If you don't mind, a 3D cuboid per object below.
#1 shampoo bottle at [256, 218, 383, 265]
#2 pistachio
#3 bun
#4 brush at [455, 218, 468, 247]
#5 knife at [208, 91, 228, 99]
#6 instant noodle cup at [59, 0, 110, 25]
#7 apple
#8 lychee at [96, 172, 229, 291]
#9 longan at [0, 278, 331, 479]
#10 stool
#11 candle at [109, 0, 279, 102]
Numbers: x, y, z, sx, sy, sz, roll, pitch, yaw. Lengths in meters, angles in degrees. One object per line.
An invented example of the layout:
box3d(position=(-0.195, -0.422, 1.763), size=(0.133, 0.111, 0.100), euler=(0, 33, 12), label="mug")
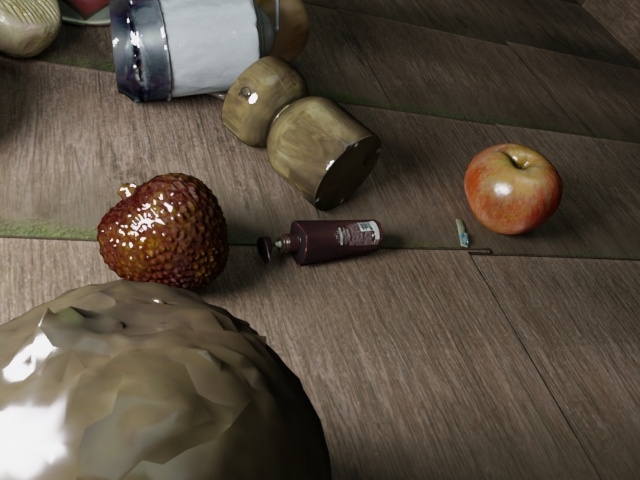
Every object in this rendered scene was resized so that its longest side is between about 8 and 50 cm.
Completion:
box3d(position=(0.000, 0.003, 1.235), size=(0.236, 0.067, 0.068), euler=(-5, 38, -32), label="shampoo bottle")
box3d(position=(-0.171, -0.503, 1.600), size=(0.309, 0.230, 0.230), euler=(-1, 46, -23), label="pistachio")
box3d(position=(-0.591, -0.433, 1.335), size=(0.193, 0.128, 0.178), euler=(50, 35, -8), label="bun")
box3d(position=(0.290, -0.018, 1.455), size=(0.016, 0.013, 0.084), euler=(14, 39, -11), label="brush")
box3d(position=(-0.247, -0.332, 1.491), size=(0.365, 0.043, 0.089), euler=(18, 37, -8), label="knife")
box3d(position=(-0.522, -0.598, 1.533), size=(0.234, 0.178, 0.235), euler=(14, 39, -12), label="instant noodle cup")
box3d(position=(0.400, -0.108, 1.499), size=(0.209, 0.164, 0.209), euler=(6, 40, -5), label="apple")
box3d(position=(-0.227, -0.012, 1.042), size=(0.194, 0.194, 0.194), euler=(15, 40, -13), label="lychee")
box3d(position=(-0.177, 0.218, 0.651), size=(0.391, 0.391, 0.391), euler=(15, 40, -13), label="longan")
box3d(position=(-0.036, -0.204, 1.354), size=(0.264, 0.179, 0.179), euler=(42, 42, 19), label="stool")
box3d(position=(-0.231, -0.388, 1.379), size=(0.342, 0.221, 0.221), euler=(-9, 49, -16), label="candle")
